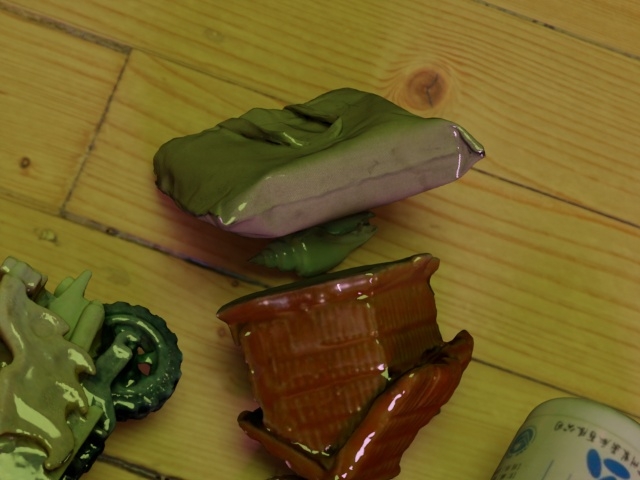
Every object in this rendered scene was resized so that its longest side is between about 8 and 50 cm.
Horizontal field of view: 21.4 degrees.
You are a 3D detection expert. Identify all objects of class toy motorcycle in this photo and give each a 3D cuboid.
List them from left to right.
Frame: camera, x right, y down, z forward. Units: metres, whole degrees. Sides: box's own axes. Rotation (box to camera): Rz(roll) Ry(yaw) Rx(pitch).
[{"bbox_3d":[-0.316,0.182,1.642,0.237,0.169,0.410,38,54,3],"label":"toy motorcycle"}]

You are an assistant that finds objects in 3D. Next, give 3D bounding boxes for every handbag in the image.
[{"bbox_3d":[-0.018,-0.083,1.845,0.315,0.109,0.253,-19,24,-23],"label":"handbag"}]

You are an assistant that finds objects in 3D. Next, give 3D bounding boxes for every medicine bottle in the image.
[{"bbox_3d":[0.224,0.312,1.684,0.170,0.170,0.293,31,59,6],"label":"medicine bottle"}]

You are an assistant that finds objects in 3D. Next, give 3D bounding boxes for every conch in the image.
[{"bbox_3d":[-0.004,-0.004,1.863,0.180,0.088,0.065,-19,57,-31],"label":"conch"}]

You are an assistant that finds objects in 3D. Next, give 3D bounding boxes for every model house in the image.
[{"bbox_3d":[0.035,0.141,1.756,0.219,0.199,0.229,-12,86,23],"label":"model house"}]

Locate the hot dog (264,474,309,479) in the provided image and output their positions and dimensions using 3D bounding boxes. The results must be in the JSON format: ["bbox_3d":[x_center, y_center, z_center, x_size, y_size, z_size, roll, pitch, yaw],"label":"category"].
[{"bbox_3d":[-0.018,0.299,1.697,0.099,0.065,0.147,-31,73,-17],"label":"hot dog"}]
